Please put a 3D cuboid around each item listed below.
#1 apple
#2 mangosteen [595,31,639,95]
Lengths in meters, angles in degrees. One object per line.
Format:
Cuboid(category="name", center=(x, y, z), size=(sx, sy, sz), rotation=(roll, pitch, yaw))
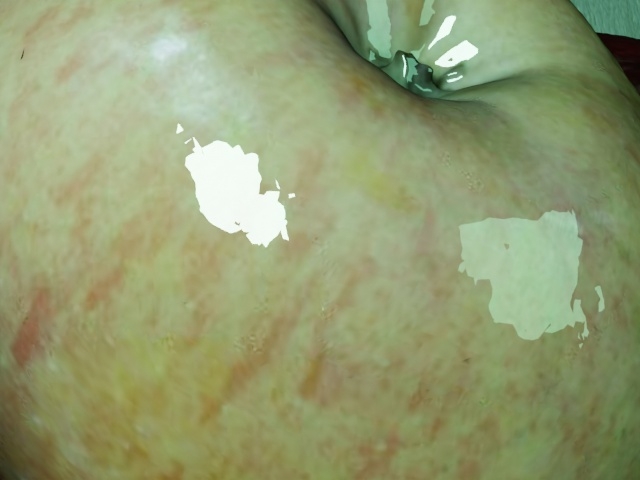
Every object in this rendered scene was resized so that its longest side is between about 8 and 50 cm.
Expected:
Cuboid(category="apple", center=(0.000, 0.000, 0.731), size=(0.269, 0.345, 0.344), rotation=(115, -18, -58))
Cuboid(category="mangosteen", center=(0.109, -0.005, 1.020), size=(0.359, 0.306, 0.306), rotation=(58, 29, -10))
